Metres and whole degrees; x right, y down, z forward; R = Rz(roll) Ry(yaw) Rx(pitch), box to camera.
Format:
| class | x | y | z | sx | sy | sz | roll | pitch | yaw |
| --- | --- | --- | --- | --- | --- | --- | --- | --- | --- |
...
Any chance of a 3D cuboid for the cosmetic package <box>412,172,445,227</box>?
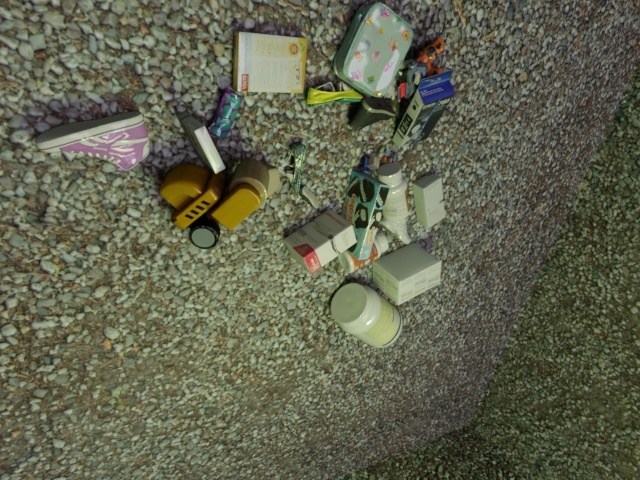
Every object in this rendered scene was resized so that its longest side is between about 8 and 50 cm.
| class | x | y | z | sx | sy | sz | roll | pitch | yaw |
| --- | --- | --- | --- | --- | --- | --- | --- | --- | --- |
| cosmetic package | 0.513 | -0.189 | 2.094 | 0.117 | 0.085 | 0.231 | -33 | 131 | -16 |

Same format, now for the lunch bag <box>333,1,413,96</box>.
| class | x | y | z | sx | sy | sz | roll | pitch | yaw |
| --- | --- | --- | --- | --- | --- | --- | --- | --- | --- |
| lunch bag | 0.181 | -0.670 | 1.552 | 0.224 | 0.108 | 0.279 | 21 | 100 | -30 |

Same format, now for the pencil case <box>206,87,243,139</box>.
| class | x | y | z | sx | sy | sz | roll | pitch | yaw |
| --- | --- | --- | --- | --- | --- | --- | --- | --- | --- |
| pencil case | -0.303 | -0.397 | 1.398 | 0.070 | 0.064 | 0.152 | 8 | 111 | -59 |

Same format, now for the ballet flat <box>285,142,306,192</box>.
| class | x | y | z | sx | sy | sz | roll | pitch | yaw |
| --- | --- | --- | --- | --- | --- | --- | --- | --- | --- |
| ballet flat | -0.098 | -0.267 | 1.634 | 0.070 | 0.070 | 0.188 | -6 | 117 | -33 |

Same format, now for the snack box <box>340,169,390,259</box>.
| class | x | y | z | sx | sy | sz | roll | pitch | yaw |
| --- | --- | --- | --- | --- | --- | --- | --- | --- | --- |
| snack box | 0.163 | -0.106 | 1.820 | 0.060 | 0.187 | 0.322 | -1 | 116 | -35 |

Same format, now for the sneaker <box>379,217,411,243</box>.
| class | x | y | z | sx | sy | sz | roll | pitch | yaw |
| --- | --- | --- | --- | --- | --- | --- | --- | --- | --- |
| sneaker | 0.373 | -0.066 | 2.064 | 0.115 | 0.090 | 0.232 | -54 | 134 | -1 |

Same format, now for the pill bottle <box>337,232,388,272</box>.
| class | x | y | z | sx | sy | sz | roll | pitch | yaw |
| --- | --- | --- | --- | --- | --- | --- | --- | --- | --- |
| pill bottle | 0.190 | 0.048 | 1.974 | 0.216 | 0.121 | 0.121 | -26 | 128 | -21 |

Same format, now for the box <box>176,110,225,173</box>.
| class | x | y | z | sx | sy | sz | roll | pitch | yaw |
| --- | --- | --- | --- | --- | --- | --- | --- | --- | --- |
| box | -0.361 | -0.297 | 1.333 | 0.038 | 0.186 | 0.145 | -33 | 131 | -16 |

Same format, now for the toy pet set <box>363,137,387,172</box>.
| class | x | y | z | sx | sy | sz | roll | pitch | yaw |
| --- | --- | --- | --- | --- | --- | --- | --- | --- | --- |
| toy pet set | 0.212 | -0.339 | 1.822 | 0.122 | 0.065 | 0.114 | 28 | 63 | -45 |

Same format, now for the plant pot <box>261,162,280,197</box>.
| class | x | y | z | sx | sy | sz | roll | pitch | yaw |
| --- | --- | --- | --- | --- | --- | --- | --- | --- | --- |
| plant pot | -0.202 | -0.217 | 1.555 | 0.096 | 0.109 | 0.109 | -27 | 129 | -36 |

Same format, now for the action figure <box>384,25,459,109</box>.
| class | x | y | z | sx | sy | sz | roll | pitch | yaw |
| --- | --- | --- | --- | --- | --- | --- | --- | --- | --- |
| action figure | 0.367 | -0.634 | 1.721 | 0.330 | 0.178 | 0.341 | -30 | 158 | -10 |

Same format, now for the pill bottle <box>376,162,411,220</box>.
| class | x | y | z | sx | sy | sz | roll | pitch | yaw |
| --- | --- | --- | --- | --- | --- | --- | --- | --- | --- |
| pill bottle | 0.311 | -0.210 | 1.904 | 0.131 | 0.131 | 0.229 | -32 | 130 | -17 |

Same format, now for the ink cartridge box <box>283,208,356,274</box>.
| class | x | y | z | sx | sy | sz | roll | pitch | yaw |
| --- | --- | --- | --- | --- | --- | --- | --- | --- | --- |
| ink cartridge box | 0.000 | 0.000 | 1.774 | 0.237 | 0.172 | 0.100 | -34 | 131 | -15 |

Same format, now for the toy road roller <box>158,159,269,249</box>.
| class | x | y | z | sx | sy | sz | roll | pitch | yaw |
| --- | --- | --- | --- | --- | --- | --- | --- | --- | --- |
| toy road roller | -0.342 | -0.155 | 1.383 | 0.329 | 0.202 | 0.240 | -35 | 119 | 20 |

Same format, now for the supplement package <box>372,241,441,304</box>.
| class | x | y | z | sx | sy | sz | roll | pitch | yaw |
| --- | --- | --- | --- | --- | --- | --- | --- | --- | --- |
| supplement package | 0.413 | 0.153 | 2.138 | 0.261 | 0.204 | 0.145 | -22 | 127 | -24 |

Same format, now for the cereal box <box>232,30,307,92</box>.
| class | x | y | z | sx | sy | sz | roll | pitch | yaw |
| --- | --- | --- | --- | --- | --- | --- | --- | --- | --- |
| cereal box | -0.160 | -0.564 | 1.415 | 0.240 | 0.047 | 0.173 | -9 | 120 | -31 |

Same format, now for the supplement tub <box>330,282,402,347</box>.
| class | x | y | z | sx | sy | sz | roll | pitch | yaw |
| --- | --- | --- | --- | --- | --- | --- | --- | --- | --- |
| supplement tub | 0.219 | 0.354 | 2.097 | 0.235 | 0.235 | 0.325 | -51 | 133 | 0 |

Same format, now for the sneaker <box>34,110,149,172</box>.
| class | x | y | z | sx | sy | sz | roll | pitch | yaw |
| --- | --- | --- | --- | --- | --- | --- | --- | --- | --- |
| sneaker | -0.618 | -0.250 | 1.237 | 0.282 | 0.102 | 0.161 | -20 | 129 | -26 |

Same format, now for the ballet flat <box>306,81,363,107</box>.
| class | x | y | z | sx | sy | sz | roll | pitch | yaw |
| --- | --- | --- | --- | --- | --- | --- | --- | --- | --- |
| ballet flat | 0.053 | -0.525 | 1.580 | 0.231 | 0.077 | 0.077 | -15 | 107 | -26 |

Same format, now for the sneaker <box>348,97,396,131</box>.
| class | x | y | z | sx | sy | sz | roll | pitch | yaw |
| --- | --- | --- | --- | --- | --- | --- | --- | --- | --- |
| sneaker | 0.196 | -0.483 | 1.712 | 0.222 | 0.083 | 0.118 | -10 | 154 | -49 |

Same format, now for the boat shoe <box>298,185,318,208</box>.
| class | x | y | z | sx | sy | sz | roll | pitch | yaw |
| --- | --- | --- | --- | --- | --- | --- | --- | --- | --- |
| boat shoe | -0.049 | -0.165 | 1.735 | 0.125 | 0.038 | 0.046 | 42 | 46 | -48 |

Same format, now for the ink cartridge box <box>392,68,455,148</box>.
| class | x | y | z | sx | sy | sz | roll | pitch | yaw |
| --- | --- | --- | --- | --- | --- | --- | --- | --- | --- |
| ink cartridge box | 0.410 | -0.505 | 1.739 | 0.165 | 0.065 | 0.333 | -24 | 159 | -21 |
